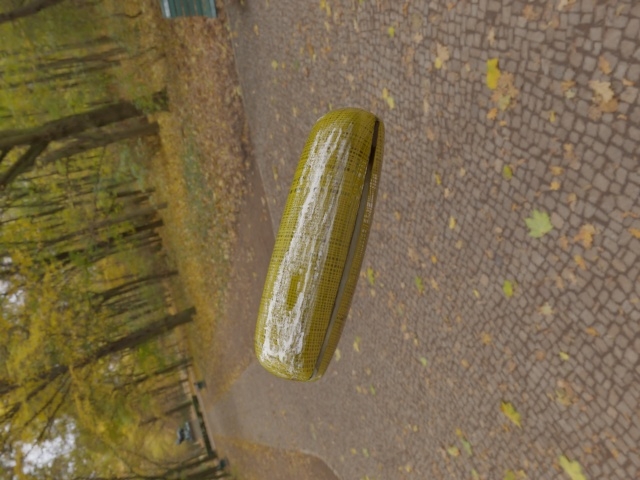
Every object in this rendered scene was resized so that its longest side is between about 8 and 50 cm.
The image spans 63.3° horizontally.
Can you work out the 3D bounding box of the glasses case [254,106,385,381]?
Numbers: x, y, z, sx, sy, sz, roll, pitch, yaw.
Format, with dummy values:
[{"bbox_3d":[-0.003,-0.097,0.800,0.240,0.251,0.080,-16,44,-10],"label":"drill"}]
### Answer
[{"bbox_3d":[0.000,0.000,0.437,0.079,0.064,0.234,6,79,51],"label":"glasses case"}]
